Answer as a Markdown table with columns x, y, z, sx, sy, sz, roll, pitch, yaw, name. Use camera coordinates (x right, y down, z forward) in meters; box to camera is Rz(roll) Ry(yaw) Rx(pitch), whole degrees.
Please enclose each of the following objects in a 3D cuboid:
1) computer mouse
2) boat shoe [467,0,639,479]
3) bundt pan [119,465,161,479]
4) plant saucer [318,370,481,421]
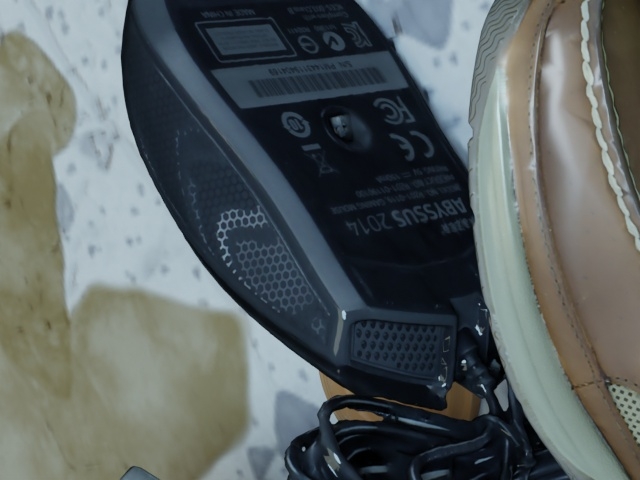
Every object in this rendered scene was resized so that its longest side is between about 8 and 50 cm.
| x | y | z | sx | sy | sz | roll | pitch | yaw | name |
| --- | --- | --- | --- | --- | --- | --- | --- | --- | --- |
| 0.000 | 0.000 | 0.686 | 0.072 | 0.188 | 0.272 | -51 | 58 | 39 | computer mouse |
| 0.146 | 0.055 | 0.590 | 0.116 | 0.123 | 0.324 | -11 | 111 | 34 | boat shoe |
| -0.014 | 0.248 | 0.689 | 0.331 | 0.124 | 0.331 | 35 | 152 | 22 | bundt pan |
| 0.030 | 0.055 | 0.766 | 0.083 | 0.013 | 0.084 | 13 | 110 | 39 | plant saucer |
